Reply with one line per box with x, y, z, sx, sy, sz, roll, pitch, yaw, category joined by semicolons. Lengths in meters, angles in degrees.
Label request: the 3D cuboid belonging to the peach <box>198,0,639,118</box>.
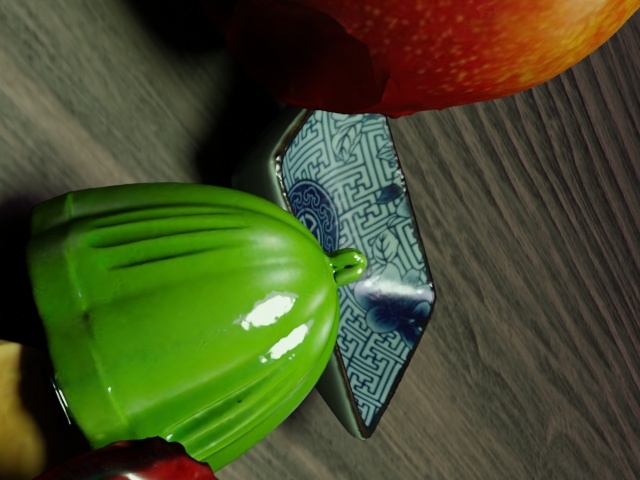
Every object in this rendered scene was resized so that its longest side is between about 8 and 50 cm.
0.057;-0.260;1.005;0.388;0.388;0.388;12;76;-63;peach

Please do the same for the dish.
0.000;0.000;1.157;0.182;0.080;0.243;-57;138;-49;dish

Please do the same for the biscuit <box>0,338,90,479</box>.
-0.207;0.183;0.755;0.355;0.052;0.275;-53;137;-54;biscuit

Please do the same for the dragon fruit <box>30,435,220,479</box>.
-0.146;0.245;0.706;0.282;0.100;0.343;39;54;-60;dragon fruit

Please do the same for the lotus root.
-0.054;0.039;0.884;0.186;0.186;0.186;12;76;-63;lotus root
